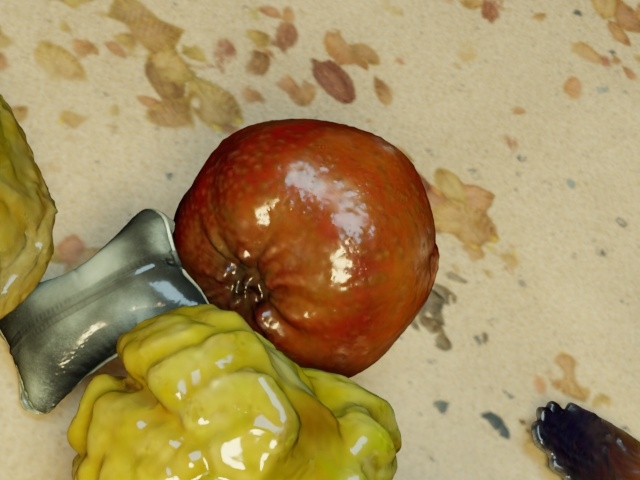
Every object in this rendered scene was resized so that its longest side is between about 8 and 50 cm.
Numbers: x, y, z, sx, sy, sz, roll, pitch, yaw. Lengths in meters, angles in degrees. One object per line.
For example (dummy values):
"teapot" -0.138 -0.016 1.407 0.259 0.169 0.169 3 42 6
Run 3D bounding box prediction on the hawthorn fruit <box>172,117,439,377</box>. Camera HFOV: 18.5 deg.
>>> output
"hawthorn fruit" 0.000 0.000 1.314 0.179 0.179 0.200 45 30 12

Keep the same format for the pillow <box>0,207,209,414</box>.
"pillow" -0.142 0.044 1.252 0.135 0.055 0.091 -26 90 -1

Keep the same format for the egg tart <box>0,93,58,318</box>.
"egg tart" -0.327 -0.071 1.216 0.351 0.153 0.339 36 44 4

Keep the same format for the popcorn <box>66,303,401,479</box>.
"popcorn" -0.050 0.154 1.162 0.226 0.200 0.203 43 6 8

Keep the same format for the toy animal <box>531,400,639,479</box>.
"toy animal" 0.284 0.248 1.287 0.302 0.225 0.284 23 65 -25
